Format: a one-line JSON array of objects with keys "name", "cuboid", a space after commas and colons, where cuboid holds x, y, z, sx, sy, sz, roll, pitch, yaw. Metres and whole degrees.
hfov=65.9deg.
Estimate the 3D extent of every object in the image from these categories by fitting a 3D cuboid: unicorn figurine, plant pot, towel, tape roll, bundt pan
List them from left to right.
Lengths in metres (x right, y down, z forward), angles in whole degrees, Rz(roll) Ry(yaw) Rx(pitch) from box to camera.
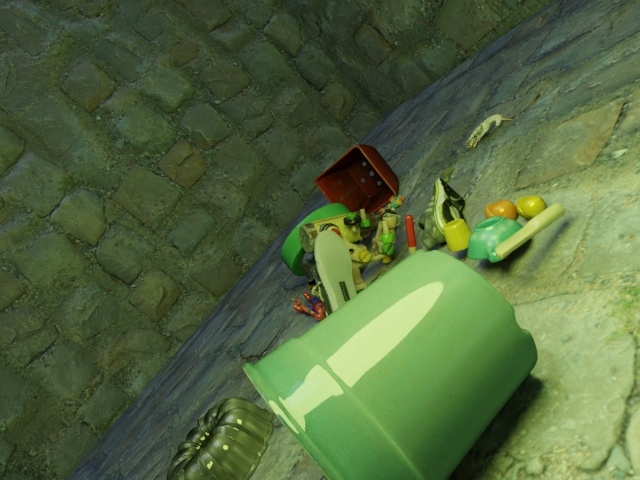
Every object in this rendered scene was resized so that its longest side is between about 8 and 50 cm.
[{"name": "bundt pan", "cuboid": [-0.283, 0.559, 1.321, 0.331, 0.124, 0.331, -43, 13, 13]}, {"name": "tape roll", "cuboid": [0.000, 0.000, 1.888, 0.321, 0.077, 0.321, -32, -25, -18]}, {"name": "plant pot", "cuboid": [0.186, -0.261, 2.160, 0.267, 0.267, 0.236, -37, 3, 33]}, {"name": "plant pot", "cuboid": [0.118, 0.210, 0.754, 0.334, 0.341, 0.341, -40, 11, -14]}, {"name": "towel", "cuboid": [0.439, -0.224, 1.745, 0.060, 0.009, 0.083, -29, 21, 49]}, {"name": "unicorn figurine", "cuboid": [0.568, -0.385, 1.723, 0.111, 0.060, 0.162, -49, 14, -15]}]

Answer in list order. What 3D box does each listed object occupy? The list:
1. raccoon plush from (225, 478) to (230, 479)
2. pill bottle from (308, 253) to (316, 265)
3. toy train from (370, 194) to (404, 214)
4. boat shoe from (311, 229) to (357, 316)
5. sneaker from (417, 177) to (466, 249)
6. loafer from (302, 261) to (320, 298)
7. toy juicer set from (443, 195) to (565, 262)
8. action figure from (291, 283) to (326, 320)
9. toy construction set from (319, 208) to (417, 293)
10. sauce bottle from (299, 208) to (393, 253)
[{"name": "raccoon plush", "cuboid": [-0.159, 0.622, 0.777, 0.216, 0.299, 0.446, -19, 58, 31]}, {"name": "pill bottle", "cuboid": [0.032, 0.096, 1.753, 0.130, 0.130, 0.246, -48, 13, -14]}, {"name": "toy train", "cuboid": [0.253, -0.127, 1.947, 0.166, 0.046, 0.125, -45, 13, 4]}, {"name": "boat shoe", "cuboid": [0.038, 0.126, 1.381, 0.113, 0.306, 0.105, -11, -16, -36]}, {"name": "sneaker", "cuboid": [0.336, -0.082, 1.418, 0.121, 0.111, 0.300, -43, 10, 30]}, {"name": "loafer", "cuboid": [-0.019, 0.129, 1.620, 0.061, 0.062, 0.170, -17, 38, -27]}, {"name": "toy juicer set", "cuboid": [0.410, -0.017, 1.058, 0.209, 0.089, 0.329, -27, 10, -1]}, {"name": "action figure", "cuboid": [-0.045, 0.201, 1.677, 0.091, 0.139, 0.280, -50, 16, -14]}, {"name": "toy construction set", "cuboid": [0.162, 0.042, 1.495, 0.257, 0.237, 0.309, -18, 13, -37]}, {"name": "sauce bottle", "cuboid": [0.101, -0.040, 1.712, 0.344, 0.111, 0.111, -13, 2, -20]}]
